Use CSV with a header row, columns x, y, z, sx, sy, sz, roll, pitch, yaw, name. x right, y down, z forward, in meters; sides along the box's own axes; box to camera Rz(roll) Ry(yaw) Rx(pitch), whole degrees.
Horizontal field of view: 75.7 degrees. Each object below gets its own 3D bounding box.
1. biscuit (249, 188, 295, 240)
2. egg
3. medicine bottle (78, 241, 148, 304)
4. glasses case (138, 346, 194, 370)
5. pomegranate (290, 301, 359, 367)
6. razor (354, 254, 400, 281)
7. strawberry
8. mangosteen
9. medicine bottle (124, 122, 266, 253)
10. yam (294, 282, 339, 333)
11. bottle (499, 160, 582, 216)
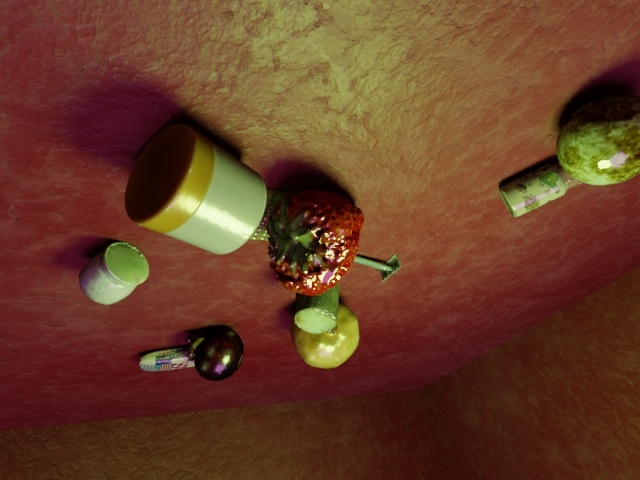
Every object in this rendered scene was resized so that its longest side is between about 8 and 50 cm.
x,y,z,sx,sy,sz,roll,pitch,yaw,name
-0.159,-0.071,1.261,0.138,0.016,0.231,6,140,-27,biscuit
0.808,-0.286,1.141,0.289,0.238,0.238,-35,146,-5,egg
-0.602,0.096,1.206,0.143,0.147,0.147,-33,142,20,medicine bottle
-0.657,0.542,1.891,0.327,0.076,0.125,-4,143,-18,glasses case
0.017,0.393,1.759,0.318,0.320,0.319,-10,146,-7,pomegranate
0.193,0.085,1.597,0.231,0.068,0.106,19,133,-31,razor
0.000,0.000,1.214,0.351,0.267,0.312,-17,126,-57,strawberry
-0.462,0.477,1.775,0.265,0.228,0.228,25,136,-7,mangosteen
-0.284,-0.110,0.955,0.237,0.238,0.231,-31,145,23,medicine bottle
-0.011,0.184,1.486,0.161,0.268,0.161,2,142,2,yam
0.737,-0.184,1.363,0.253,0.121,0.120,-29,144,17,bottle
